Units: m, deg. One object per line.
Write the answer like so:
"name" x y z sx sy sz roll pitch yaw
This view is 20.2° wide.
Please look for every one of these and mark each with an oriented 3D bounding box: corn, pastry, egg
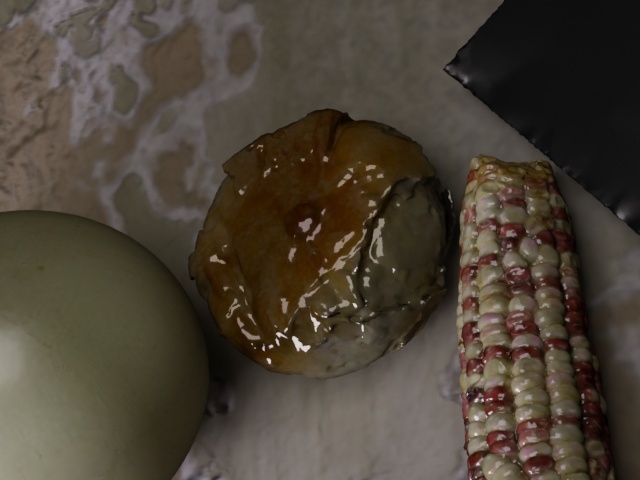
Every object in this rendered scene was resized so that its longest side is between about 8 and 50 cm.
"corn" 0.104 0.063 0.901 0.080 0.079 0.237 -15 65 24
"pastry" 0.001 0.001 0.979 0.153 0.081 0.153 -15 64 35
"egg" -0.179 0.083 0.988 0.254 0.188 0.188 -18 66 29

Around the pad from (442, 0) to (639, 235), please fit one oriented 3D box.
"pad" 0.264 -0.156 0.912 0.367 0.007 0.247 -48 58 3
